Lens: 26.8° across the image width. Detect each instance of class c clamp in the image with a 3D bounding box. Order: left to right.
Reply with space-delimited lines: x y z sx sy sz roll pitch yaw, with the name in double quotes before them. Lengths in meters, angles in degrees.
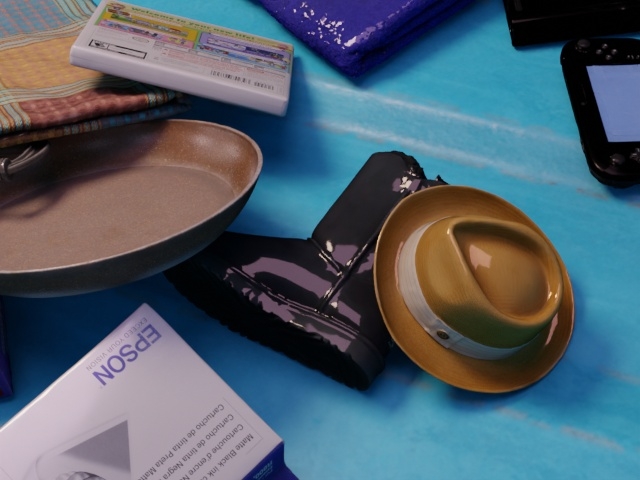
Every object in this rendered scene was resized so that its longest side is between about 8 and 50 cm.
"c clamp" -0.332 -0.065 1.236 0.161 0.022 0.137 -7 19 6

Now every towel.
"towel" -0.324 -0.190 1.386 0.271 0.040 0.370 -15 33 -24
"towel" 0.024 -0.316 1.515 0.228 0.076 0.308 -37 54 -13

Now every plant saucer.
"plant saucer" -0.200 -0.027 1.185 0.311 0.050 0.310 -8 25 4

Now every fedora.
"fedora" 0.141 0.032 1.134 0.194 0.079 0.194 6 70 -18

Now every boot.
"boot" 0.000 0.000 1.221 0.246 0.094 0.207 26 61 20

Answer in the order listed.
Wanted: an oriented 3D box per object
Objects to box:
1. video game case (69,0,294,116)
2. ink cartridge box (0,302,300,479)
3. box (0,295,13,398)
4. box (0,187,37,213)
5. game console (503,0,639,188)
"video game case" -0.133 -0.188 1.361 0.212 0.023 0.193 13 23 -5
"ink cartridge box" -0.140 0.198 1.044 0.224 0.045 0.223 44 64 6
"box" -0.439 0.090 1.237 0.293 0.057 0.201 -15 48 -4
"box" -0.320 -0.065 1.317 0.164 0.021 0.201 35 41 20
"game console" 0.310 -0.192 1.376 0.213 0.044 0.361 -7 49 3
